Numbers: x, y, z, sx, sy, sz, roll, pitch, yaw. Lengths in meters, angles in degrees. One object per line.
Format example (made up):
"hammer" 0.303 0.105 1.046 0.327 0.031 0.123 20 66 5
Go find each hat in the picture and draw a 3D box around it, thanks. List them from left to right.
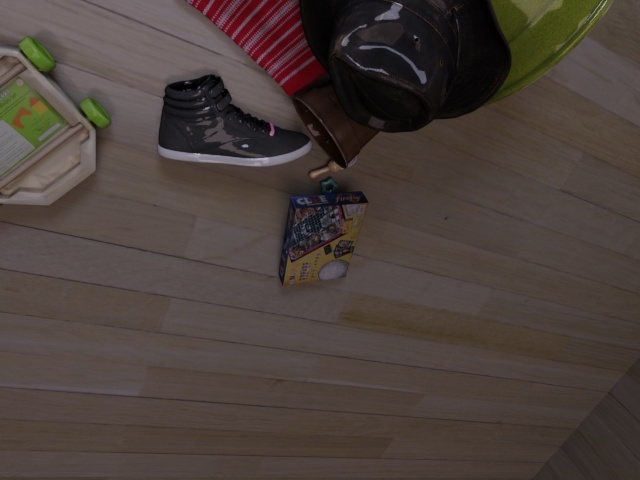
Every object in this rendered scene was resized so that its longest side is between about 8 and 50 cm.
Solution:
"hat" 0.087 -0.243 0.631 0.331 0.331 0.133 38 68 -32

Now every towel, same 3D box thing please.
"towel" -0.091 -0.367 0.741 0.275 0.199 0.031 36 62 -31

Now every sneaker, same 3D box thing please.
"sneaker" -0.154 -0.226 0.837 0.296 0.104 0.146 -1 125 -12

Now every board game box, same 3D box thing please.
"board game box" 0.000 0.000 1.016 0.165 0.042 0.243 -6 136 -20

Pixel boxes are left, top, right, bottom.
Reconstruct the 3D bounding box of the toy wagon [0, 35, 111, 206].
"toy wagon" -0.539 -0.214 0.729 0.267 0.068 0.344 -37 128 0

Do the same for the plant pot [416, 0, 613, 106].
"plant pot" 0.179 -0.445 0.653 0.353 0.366 0.366 26 109 -29

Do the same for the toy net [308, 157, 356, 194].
"toy net" 0.031 -0.126 0.992 0.122 0.045 0.232 19 112 -26

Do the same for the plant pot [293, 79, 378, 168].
"plant pot" 0.061 -0.255 0.865 0.165 0.167 0.167 -39 124 -1
